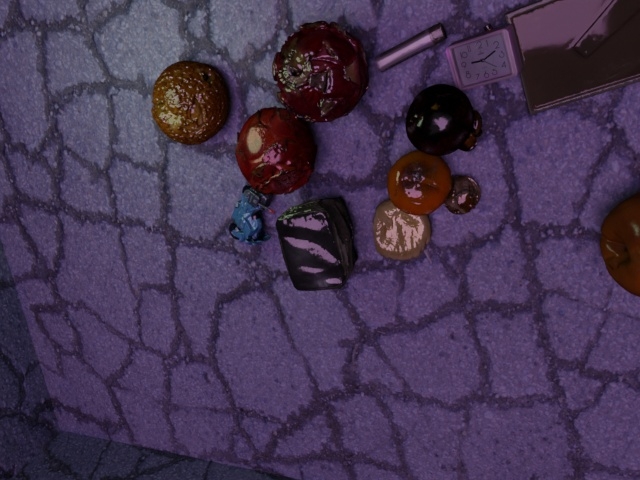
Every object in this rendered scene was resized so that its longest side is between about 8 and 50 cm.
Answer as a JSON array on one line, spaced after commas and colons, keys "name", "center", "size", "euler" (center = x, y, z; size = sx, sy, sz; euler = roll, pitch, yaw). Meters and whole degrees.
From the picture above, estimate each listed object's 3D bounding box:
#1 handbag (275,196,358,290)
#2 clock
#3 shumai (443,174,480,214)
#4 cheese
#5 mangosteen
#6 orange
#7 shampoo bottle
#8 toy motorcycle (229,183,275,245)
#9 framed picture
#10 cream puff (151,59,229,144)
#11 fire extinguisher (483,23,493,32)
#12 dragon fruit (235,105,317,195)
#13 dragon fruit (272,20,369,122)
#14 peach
[{"name": "handbag", "center": [0.000, 0.000, 1.980], "size": [0.247, 0.240, 0.340], "euler": [-9, 109, 20]}, {"name": "clock", "center": [0.498, -0.552, 1.633], "size": [0.197, 0.063, 0.150], "euler": [-5, 117, 39]}, {"name": "shumai", "center": [0.478, -0.147, 1.824], "size": [0.146, 0.116, 0.145], "euler": [8, 116, 17]}, {"name": "cheese", "center": [0.294, -0.041, 1.937], "size": [0.214, 0.117, 0.226], "euler": [3, 110, 10]}, {"name": "mangosteen", "center": [0.403, -0.375, 1.705], "size": [0.266, 0.228, 0.228], "euler": [9, 119, -18]}, {"name": "orange", "center": [0.332, -0.194, 1.803], "size": [0.224, 0.170, 0.224], "euler": [-2, 84, 16]}, {"name": "shampoo bottle", "center": [0.285, -0.611, 1.697], "size": [0.227, 0.086, 0.056], "euler": [-21, 107, 26]}, {"name": "toy motorcycle", "center": [-0.260, -0.089, 2.095], "size": [0.182, 0.123, 0.272], "euler": [32, 120, 14]}, {"name": "framed picture", "center": [0.799, -0.585, 1.551], "size": [0.446, 0.028, 0.326], "euler": [-14, 115, 23]}, {"name": "cream puff", "center": [-0.480, -0.489, 1.936], "size": [0.303, 0.212, 0.303], "euler": [8, 120, 14]}, {"name": "fire extinguisher", "center": [0.533, -0.625, 1.643], "size": [0.022, 0.028, 0.083], "euler": [-36, 99, -5]}, {"name": "dragon fruit", "center": [-0.149, -0.311, 1.861], "size": [0.296, 0.295, 0.301], "euler": [-3, 84, 20]}, {"name": "dragon fruit", "center": [0.006, -0.534, 1.704], "size": [0.329, 0.329, 0.329], "euler": [7, 115, 15]}, {"name": "peach", "center": [1.038, 0.013, 1.604], "size": [0.302, 0.343, 0.342], "euler": [-8, 112, -3]}]
